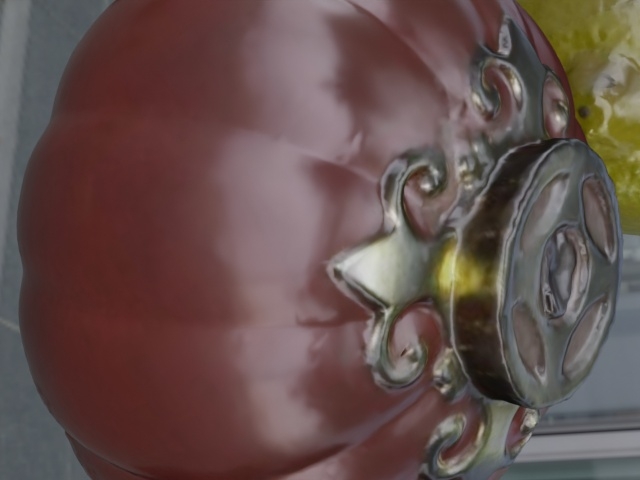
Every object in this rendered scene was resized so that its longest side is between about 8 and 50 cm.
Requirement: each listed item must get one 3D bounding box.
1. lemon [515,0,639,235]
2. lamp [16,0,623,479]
[{"bbox_3d":[0.188,-0.100,0.749,0.248,0.184,0.184,-47,129,-54],"label":"lemon"},{"bbox_3d":[0.000,0.000,0.576,0.303,0.257,0.303,-17,112,-52],"label":"lamp"}]
